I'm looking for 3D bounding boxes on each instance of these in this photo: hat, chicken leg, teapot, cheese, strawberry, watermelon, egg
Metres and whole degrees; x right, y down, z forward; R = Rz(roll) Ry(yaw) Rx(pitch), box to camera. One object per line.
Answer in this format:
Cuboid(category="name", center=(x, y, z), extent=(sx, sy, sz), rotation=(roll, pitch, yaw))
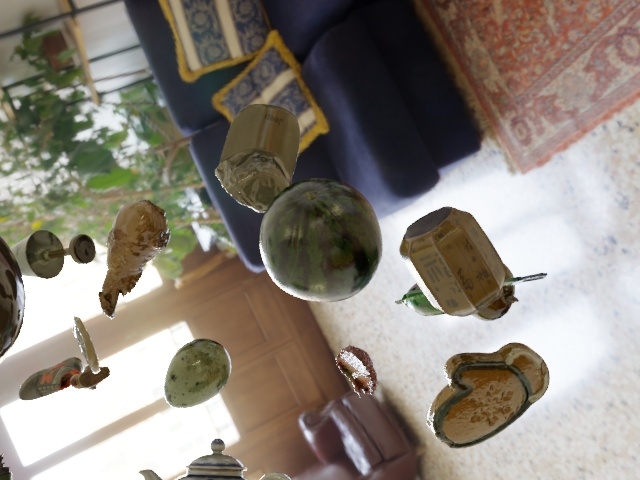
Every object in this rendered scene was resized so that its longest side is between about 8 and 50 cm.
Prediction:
Cuboid(category="hat", center=(-0.139, -0.206, 1.810), extent=(0.149, 0.214, 0.244), rotation=(-123, 46, -56))
Cuboid(category="chicken leg", center=(-0.604, 0.053, 2.314), extent=(0.295, 0.182, 0.409), rotation=(-121, 52, -76))
Cuboid(category="teapot", center=(-0.268, 0.643, 1.814), extent=(0.252, 0.424, 0.280), rotation=(61, -149, -70))
Cuboid(category="cheese", center=(0.316, 0.103, 1.527), extent=(0.204, 0.320, 0.083), rotation=(35, -137, -75))
Cuboid(category="strawberry", center=(0.133, 0.386, 2.198), extent=(0.167, 0.087, 0.208), rotation=(50, 155, 7))
Cuboid(category="watermelon", center=(0.000, 0.000, 1.647), extent=(0.285, 0.285, 0.285), rotation=(56, 162, 29))
Cuboid(category="egg", center=(-0.365, 0.394, 2.109), extent=(0.177, 0.228, 0.177), rotation=(39, 174, 5))

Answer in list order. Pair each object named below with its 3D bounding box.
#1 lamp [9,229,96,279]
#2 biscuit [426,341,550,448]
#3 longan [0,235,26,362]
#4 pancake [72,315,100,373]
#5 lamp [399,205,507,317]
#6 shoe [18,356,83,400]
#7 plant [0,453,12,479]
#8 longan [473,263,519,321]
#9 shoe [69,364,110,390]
Cuboid(category="lamp", center=(-0.640, 0.031, 1.708), extent=(0.215, 0.121, 0.121), rotation=(-9, 111, 28))
Cuboid(category="biscuit", center=(0.422, 0.389, 1.843), extent=(0.287, 0.344, 0.057), rotation=(52, -177, -30))
Cuboid(category="longan", center=(-0.577, 0.058, 0.980), extent=(0.350, 0.288, 0.288), rotation=(33, 162, -1))
Cuboid(category="pancake", center=(-0.565, 0.250, 1.728), extent=(0.151, 0.025, 0.151), rotation=(47, 149, 38))
Cuboid(category="lamp", center=(0.244, 0.038, 1.327), extent=(0.185, 0.161, 0.161), rotation=(54, 167, -15))
Cuboid(category="shoe", center=(-0.772, 0.410, 2.067), extent=(0.077, 0.194, 0.074), rotation=(42, 155, 54))
Cuboid(category="plant", center=(-0.717, 0.515, 1.604), extent=(0.051, 0.051, 0.102), rotation=(143, 114, -74))
Cuboid(category="longan", center=(0.413, 0.122, 1.757), extent=(0.176, 0.145, 0.155), rotation=(33, 166, 51))
Cuboid(category="shoe", center=(-0.654, 0.392, 2.040), extent=(0.069, 0.109, 0.072), rotation=(-13, 111, 50))
